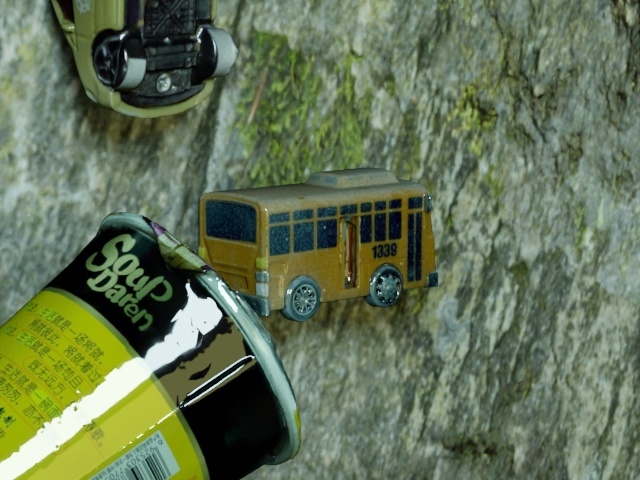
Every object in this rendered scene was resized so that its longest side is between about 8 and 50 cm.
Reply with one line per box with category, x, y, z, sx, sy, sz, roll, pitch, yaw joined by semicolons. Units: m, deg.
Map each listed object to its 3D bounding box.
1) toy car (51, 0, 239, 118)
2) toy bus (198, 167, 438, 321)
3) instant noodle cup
toy car;-0.128;-0.217;1.338;0.101;0.124;0.256;-12;113;-41
toy bus;0.000;0.000;1.505;0.182;0.091;0.103;-7;101;-40
instant noodle cup;-0.161;0.128;1.308;0.236;0.215;0.215;-38;120;-25
